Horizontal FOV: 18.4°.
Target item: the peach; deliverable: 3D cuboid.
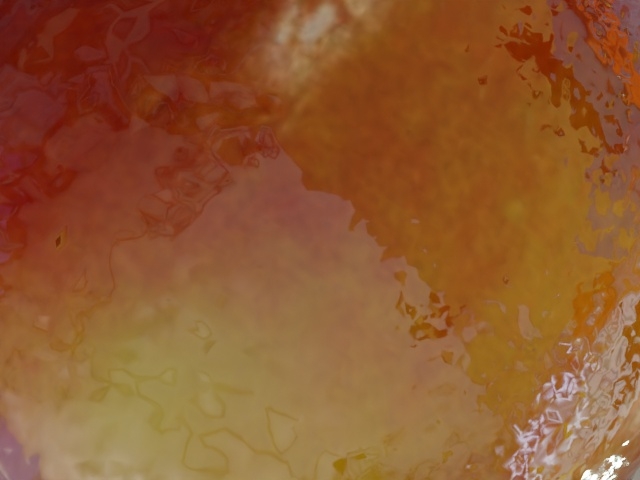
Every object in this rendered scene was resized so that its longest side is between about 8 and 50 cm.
[{"bbox_3d":[0.000,0.000,0.796,0.306,0.242,0.380,23,-97,18],"label":"peach"}]
